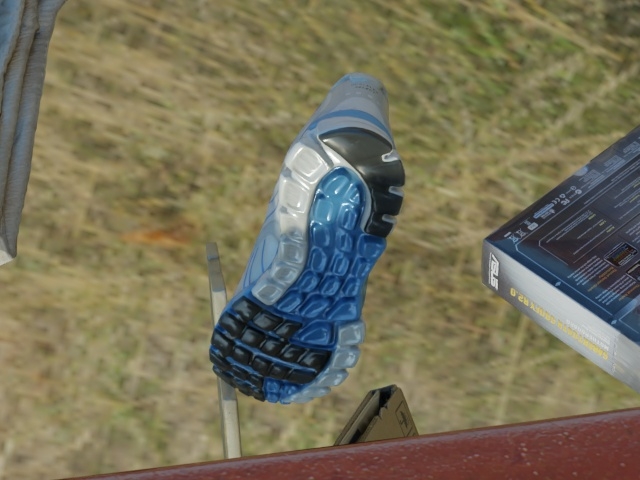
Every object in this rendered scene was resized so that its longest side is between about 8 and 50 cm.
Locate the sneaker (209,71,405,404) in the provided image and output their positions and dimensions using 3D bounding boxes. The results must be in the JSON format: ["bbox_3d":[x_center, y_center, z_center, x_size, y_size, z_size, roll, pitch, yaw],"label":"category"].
[{"bbox_3d":[0.000,0.000,0.962,0.083,0.071,0.191,-80,11,-51],"label":"sneaker"}]

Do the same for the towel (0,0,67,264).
[{"bbox_3d":[-0.237,-0.032,0.756,0.282,0.049,0.187,-8,47,14],"label":"towel"}]

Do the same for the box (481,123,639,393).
[{"bbox_3d":[0.272,0.004,1.582,0.231,0.056,0.183,-36,53,-27],"label":"box"}]

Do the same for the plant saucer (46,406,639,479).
[{"bbox_3d":[-0.029,0.089,0.492,0.259,0.258,0.048,138,125,-69],"label":"plant saucer"}]

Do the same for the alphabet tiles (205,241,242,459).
[{"bbox_3d":[-0.059,0.183,1.377,0.285,0.011,0.343,-114,19,-79],"label":"alphabet tiles"}]

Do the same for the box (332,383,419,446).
[{"bbox_3d":[0.046,0.193,0.974,0.021,0.164,0.201,-16,103,22],"label":"box"}]
